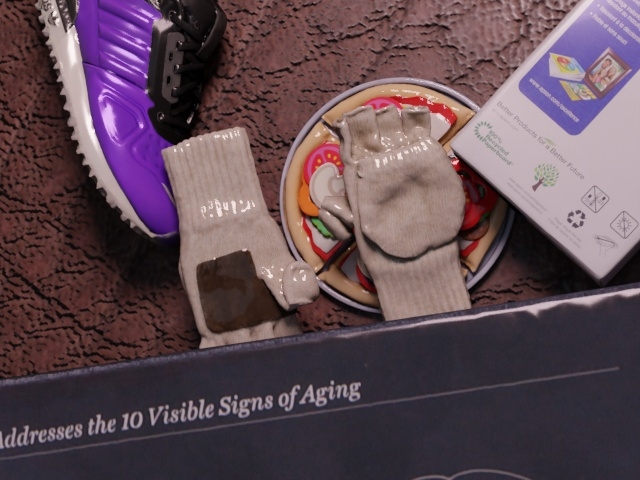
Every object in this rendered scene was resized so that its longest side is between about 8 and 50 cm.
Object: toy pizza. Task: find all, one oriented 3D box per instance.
[{"bbox_3d":[0.062,-0.039,1.310,0.201,0.032,0.201,-2,82,12],"label":"toy pizza"}]

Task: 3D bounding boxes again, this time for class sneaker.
[{"bbox_3d":[-0.142,-0.146,1.332,0.146,0.102,0.293,-21,78,8],"label":"sneaker"}]

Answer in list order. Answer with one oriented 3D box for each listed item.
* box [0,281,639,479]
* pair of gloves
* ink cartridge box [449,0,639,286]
[{"bbox_3d":[0.032,0.304,1.084,0.479,0.297,0.472,-9,82,8],"label":"box"},{"bbox_3d":[0.000,0.000,1.266,0.240,0.042,0.204,-8,94,5],"label":"pair of gloves"},{"bbox_3d":[0.272,-0.139,1.234,0.165,0.065,0.333,44,94,14],"label":"ink cartridge box"}]
